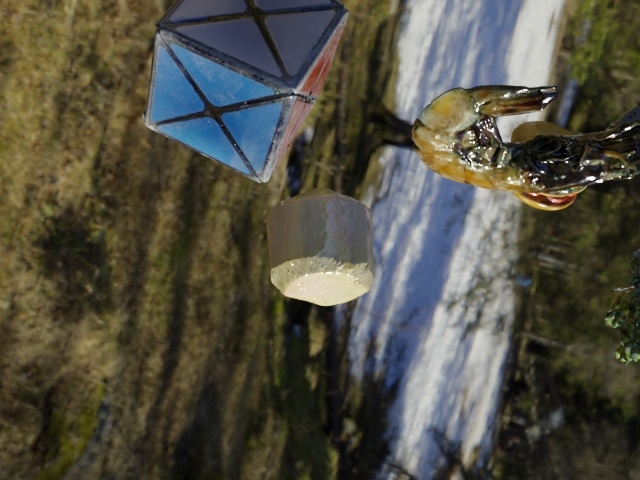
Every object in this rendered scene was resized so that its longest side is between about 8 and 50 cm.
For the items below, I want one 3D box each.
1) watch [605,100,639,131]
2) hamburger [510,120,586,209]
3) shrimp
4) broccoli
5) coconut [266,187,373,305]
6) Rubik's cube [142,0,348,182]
[{"bbox_3d":[0.660,-0.239,1.832,0.268,0.165,0.102,-42,114,-25],"label":"watch"},{"bbox_3d":[0.382,-0.129,1.645,0.162,0.162,0.115,-53,173,-47],"label":"hamburger"},{"bbox_3d":[0.290,-0.138,1.279,0.233,0.365,0.071,43,53,-46],"label":"shrimp"},{"bbox_3d":[0.679,0.055,1.781,0.397,0.353,0.274,19,49,-69],"label":"broccoli"},{"bbox_3d":[0.000,0.000,2.079,0.239,0.239,0.244,69,14,-62],"label":"coconut"},{"bbox_3d":[-0.131,-0.301,1.653,0.254,0.260,0.259,-63,180,-37],"label":"Rubik's cube"}]
